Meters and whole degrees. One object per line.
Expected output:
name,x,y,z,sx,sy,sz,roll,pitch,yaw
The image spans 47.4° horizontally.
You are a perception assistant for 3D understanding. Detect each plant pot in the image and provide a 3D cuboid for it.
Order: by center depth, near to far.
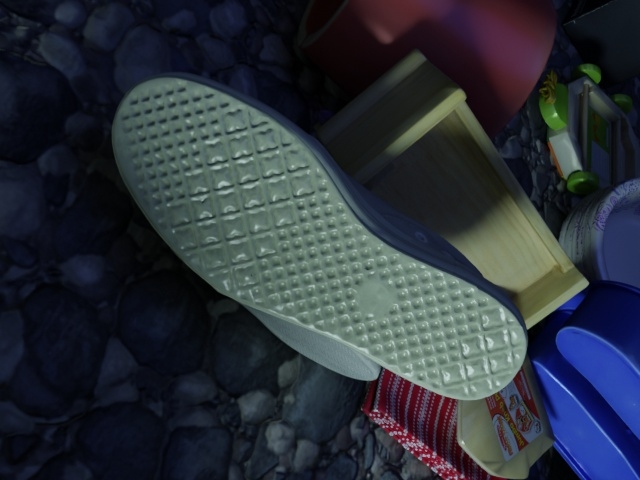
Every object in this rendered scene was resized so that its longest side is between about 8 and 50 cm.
plant pot,0.121,-0.269,0.939,0.243,0.275,0.275,29,59,-22

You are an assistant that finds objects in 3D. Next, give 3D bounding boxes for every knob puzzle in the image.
knob puzzle,0.237,0.233,0.992,0.213,0.030,0.213,14,68,-39

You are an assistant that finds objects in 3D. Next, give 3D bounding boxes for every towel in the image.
towel,0.180,0.217,0.989,0.275,0.031,0.199,43,52,-24

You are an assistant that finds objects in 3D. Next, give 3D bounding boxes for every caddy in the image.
caddy,0.453,0.221,1.061,0.179,0.241,0.341,-28,73,-38

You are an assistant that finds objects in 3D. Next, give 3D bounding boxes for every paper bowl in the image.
paper bowl,0.526,0.046,1.237,0.284,0.148,0.284,6,74,-22

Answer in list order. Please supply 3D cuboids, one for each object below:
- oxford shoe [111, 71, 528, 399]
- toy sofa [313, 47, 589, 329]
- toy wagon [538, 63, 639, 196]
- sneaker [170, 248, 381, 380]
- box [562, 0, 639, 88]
oxford shoe,0.000,0.000,0.712,0.449,0.169,0.130,33,13,-9
toy sofa,0.159,-0.048,0.883,0.362,0.150,0.177,46,11,-34
toy wagon,0.504,-0.203,1.377,0.344,0.068,0.267,28,60,-32
sneaker,-0.012,0.020,0.823,0.292,0.108,0.169,43,56,-23
box,0.714,-0.522,1.491,0.179,0.312,0.343,49,51,-20
